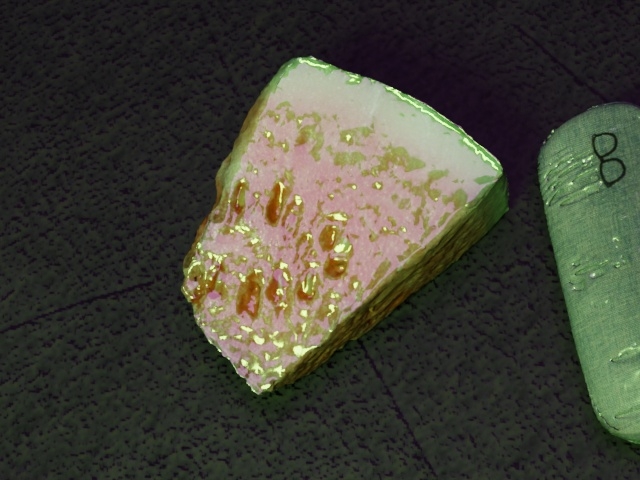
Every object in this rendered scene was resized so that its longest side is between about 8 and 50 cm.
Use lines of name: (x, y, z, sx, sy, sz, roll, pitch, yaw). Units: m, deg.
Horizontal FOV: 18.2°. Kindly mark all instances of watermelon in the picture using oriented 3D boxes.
watermelon: (0.000, 0.000, 1.556, 0.193, 0.140, 0.257, 34, 80, 15)

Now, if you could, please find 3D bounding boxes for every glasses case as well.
glasses case: (0.239, 0.022, 1.533, 0.109, 0.067, 0.282, -23, 59, 25)
